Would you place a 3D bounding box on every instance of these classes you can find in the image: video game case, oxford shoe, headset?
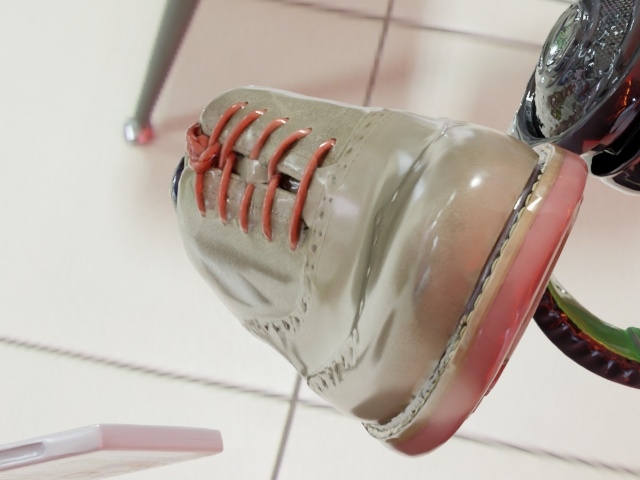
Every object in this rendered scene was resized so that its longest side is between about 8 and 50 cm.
[{"bbox_3d":[-0.156,0.134,1.056,0.143,0.157,0.019,-15,78,20],"label":"video game case"},{"bbox_3d":[0.000,0.000,0.680,0.130,0.348,0.123,29,82,-9],"label":"oxford shoe"},{"bbox_3d":[0.239,-0.101,1.021,0.243,0.394,0.185,7,28,-7],"label":"headset"}]
